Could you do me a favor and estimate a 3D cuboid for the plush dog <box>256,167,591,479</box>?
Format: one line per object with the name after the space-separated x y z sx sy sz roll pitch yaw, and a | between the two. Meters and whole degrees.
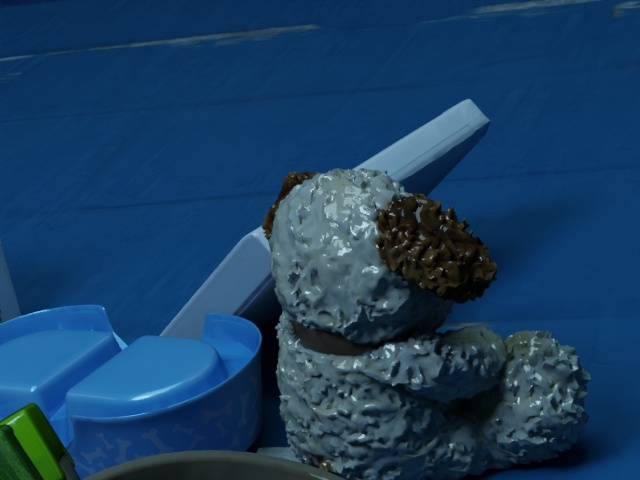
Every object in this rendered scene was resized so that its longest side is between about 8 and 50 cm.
0.030 0.056 1.284 0.210 0.225 0.262 -25 25 -33 | plush dog

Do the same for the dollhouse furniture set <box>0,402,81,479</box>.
-0.280 0.249 1.176 0.301 0.151 0.197 -31 1 -3 | dollhouse furniture set

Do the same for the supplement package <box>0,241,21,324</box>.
-0.422 0.048 1.583 0.199 0.198 0.262 -2 22 24 | supplement package

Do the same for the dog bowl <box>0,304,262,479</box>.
-0.170 0.121 1.424 0.297 0.074 0.166 2 26 36 | dog bowl

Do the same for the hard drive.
0.000 0.000 1.554 0.307 0.040 0.203 -34 -10 -46 | hard drive

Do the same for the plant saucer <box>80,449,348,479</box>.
-0.048 0.224 1.025 0.278 0.041 0.278 6 36 -4 | plant saucer
